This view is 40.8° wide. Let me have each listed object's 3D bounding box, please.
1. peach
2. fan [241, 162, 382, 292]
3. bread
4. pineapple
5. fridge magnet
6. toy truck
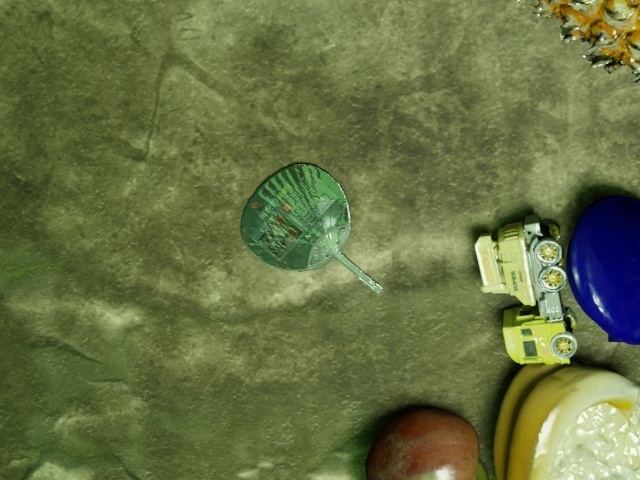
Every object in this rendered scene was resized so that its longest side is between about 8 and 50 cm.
[{"bbox_3d":[0.207,0.457,1.680,0.252,0.252,0.253,2,110,7],"label":"peach"},{"bbox_3d":[-0.033,0.001,1.661,0.223,0.012,0.294,-19,105,14],"label":"fan"},{"bbox_3d":[0.493,0.419,1.619,0.328,0.245,0.424,-17,108,2],"label":"bread"},{"bbox_3d":[0.479,-0.407,1.279,0.300,0.352,0.352,40,110,-15],"label":"pineapple"},{"bbox_3d":[0.530,0.051,1.499,0.265,0.265,0.112,50,147,-11],"label":"fridge magnet"},{"bbox_3d":[0.377,0.093,1.579,0.157,0.124,0.272,-9,107,18],"label":"toy truck"}]
